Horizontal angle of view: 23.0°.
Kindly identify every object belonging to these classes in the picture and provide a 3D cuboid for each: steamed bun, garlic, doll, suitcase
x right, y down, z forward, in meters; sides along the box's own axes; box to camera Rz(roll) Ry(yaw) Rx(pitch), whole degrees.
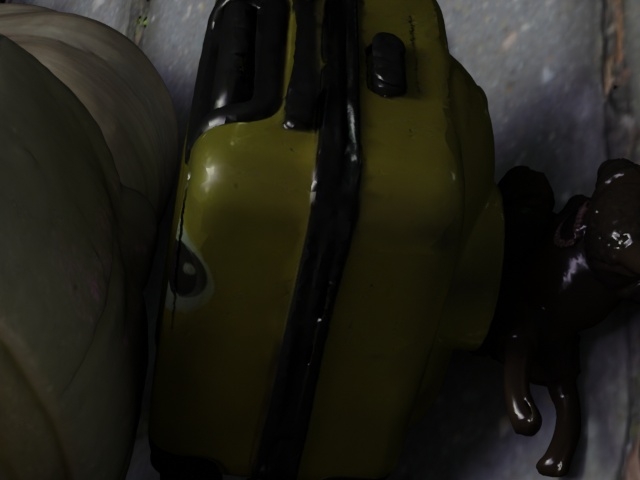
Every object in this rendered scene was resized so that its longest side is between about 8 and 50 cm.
[{"bbox_3d":[-0.194,0.061,0.750,0.247,0.236,0.383,-99,11,-47],"label":"steamed bun"},{"bbox_3d":[-0.234,-0.023,1.031,0.322,0.241,0.322,-50,24,32],"label":"garlic"},{"bbox_3d":[0.114,0.016,0.717,0.139,0.057,0.165,-46,34,29],"label":"doll"},{"bbox_3d":[0.000,0.000,0.748,0.194,0.143,0.235,-88,9,-49],"label":"suitcase"}]

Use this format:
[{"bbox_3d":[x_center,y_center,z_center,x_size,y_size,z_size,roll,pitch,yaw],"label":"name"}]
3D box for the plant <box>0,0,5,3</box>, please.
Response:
[{"bbox_3d":[-0.364,-0.123,1.305,0.276,0.188,0.199,-57,36,11],"label":"plant"}]
